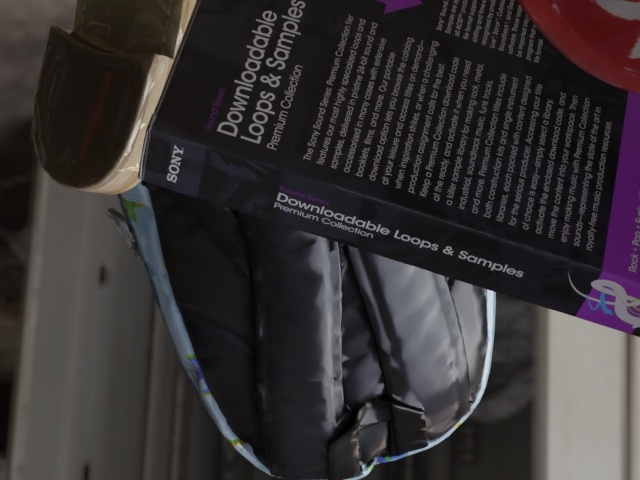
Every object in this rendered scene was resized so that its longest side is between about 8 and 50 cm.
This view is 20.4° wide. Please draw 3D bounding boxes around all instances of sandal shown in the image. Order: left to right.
[{"bbox_3d":[-0.054,-0.134,0.777,0.088,0.240,0.079,25,-170,32],"label":"sandal"}]

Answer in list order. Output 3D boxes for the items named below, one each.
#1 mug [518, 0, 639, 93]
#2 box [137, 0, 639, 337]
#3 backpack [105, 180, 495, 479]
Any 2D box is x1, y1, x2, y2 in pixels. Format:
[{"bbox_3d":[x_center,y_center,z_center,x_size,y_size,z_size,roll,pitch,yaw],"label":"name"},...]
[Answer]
[{"bbox_3d":[0.145,-0.093,0.428,0.150,0.113,0.169,31,163,-21],"label":"mug"},{"bbox_3d":[0.037,-0.043,0.543,0.162,0.116,0.029,19,141,-3],"label":"box"},{"bbox_3d":[0.000,0.000,1.310,0.290,0.355,0.273,-18,-171,-9],"label":"backpack"}]
